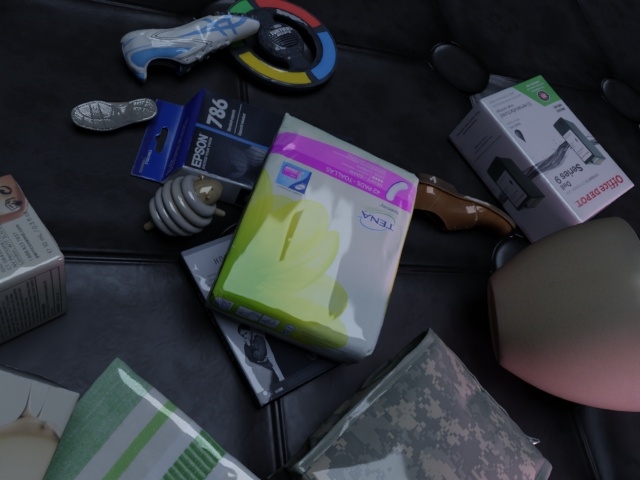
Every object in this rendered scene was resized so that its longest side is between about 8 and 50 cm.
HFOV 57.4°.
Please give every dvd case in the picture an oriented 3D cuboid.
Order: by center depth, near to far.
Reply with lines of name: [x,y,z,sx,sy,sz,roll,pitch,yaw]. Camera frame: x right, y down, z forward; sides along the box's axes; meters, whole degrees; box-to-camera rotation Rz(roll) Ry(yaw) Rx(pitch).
dvd case: [-0.068,0.091,0.829,0.179,0.030,0.239,-22,71,-32]

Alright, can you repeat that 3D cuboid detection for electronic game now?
electronic game: [-0.074,-0.368,1.086,0.229,0.048,0.229,10,58,-17]

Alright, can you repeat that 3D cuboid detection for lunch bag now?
lunch bag: [0.120,0.278,0.715,0.287,0.169,0.235,-35,78,-30]

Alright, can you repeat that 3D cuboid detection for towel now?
towel: [-0.167,0.320,0.594,0.324,0.038,0.248,39,79,3]

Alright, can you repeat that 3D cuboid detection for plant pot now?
plant pot: [0.357,0.113,0.882,0.190,0.284,0.284,-5,58,11]

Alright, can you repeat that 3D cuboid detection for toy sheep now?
toy sheep: [-0.191,-0.045,0.811,0.091,0.132,0.091,51,17,-22]

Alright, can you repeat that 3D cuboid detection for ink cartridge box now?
ink cartridge box: [-0.111,-0.133,0.923,0.332,0.065,0.166,14,57,-14]
ink cartridge box: [0.425,-0.153,1.130,0.211,0.121,0.289,-27,75,-33]

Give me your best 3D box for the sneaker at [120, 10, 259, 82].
sneaker: [-0.209,-0.326,0.977,0.237,0.085,0.086,-22,106,-19]

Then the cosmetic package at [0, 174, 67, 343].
cosmetic package: [-0.437,0.066,0.610,0.296,0.153,0.129,-29,74,-35]

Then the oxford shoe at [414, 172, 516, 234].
oxford shoe: [0.248,-0.045,1.035,0.212,0.076,0.076,21,85,-14]

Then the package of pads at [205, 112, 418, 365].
package of pads: [0.000,0.000,0.813,0.229,0.101,0.297,24,65,-10]

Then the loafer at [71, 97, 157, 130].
loafer: [-0.313,-0.190,0.889,0.125,0.039,0.045,-14,101,-26]

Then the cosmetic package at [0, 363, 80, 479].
cosmetic package: [-0.352,0.247,0.483,0.160,0.113,0.310,31,69,-36]
